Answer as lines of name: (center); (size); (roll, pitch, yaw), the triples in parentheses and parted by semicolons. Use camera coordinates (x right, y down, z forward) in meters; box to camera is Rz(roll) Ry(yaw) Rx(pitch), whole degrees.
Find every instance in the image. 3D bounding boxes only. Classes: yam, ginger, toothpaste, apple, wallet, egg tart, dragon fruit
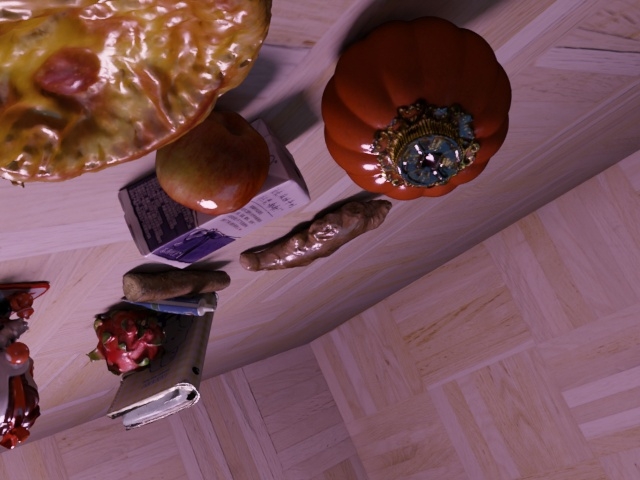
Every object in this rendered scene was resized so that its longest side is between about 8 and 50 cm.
yam: (-0.276, 0.084, 1.300); (0.061, 0.061, 0.274); (-31, 167, 26)
ginger: (0.002, -0.001, 1.414); (0.333, 0.080, 0.166); (-31, 154, 12)
toothpaste: (-0.301, 0.128, 1.320); (0.197, 0.035, 0.057); (3, 172, 15)
apple: (-0.121, -0.090, 0.747); (0.126, 0.126, 0.102); (-10, 145, -48)
wallet: (-0.338, 0.258, 1.462); (0.223, 0.077, 0.309); (-28, -151, 17)
egg tart: (-0.175, -0.144, 0.456); (0.294, 0.116, 0.295); (-26, 167, -6)
dragon fruit: (-0.419, 0.212, 1.404); (0.137, 0.135, 0.236); (1, 176, -42)

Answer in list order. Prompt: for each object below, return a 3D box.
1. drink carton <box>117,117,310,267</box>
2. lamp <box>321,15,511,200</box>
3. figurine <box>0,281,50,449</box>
drink carton: (-0.137, -0.058, 0.896); (0.222, 0.102, 0.134); (-26, 165, 6)
lamp: (0.110, -0.149, 0.772); (0.223, 0.196, 0.223); (-3, 132, -3)
figurine: (-0.492, 0.206, 1.008); (0.183, 0.226, 0.160); (-31, 165, 25)
